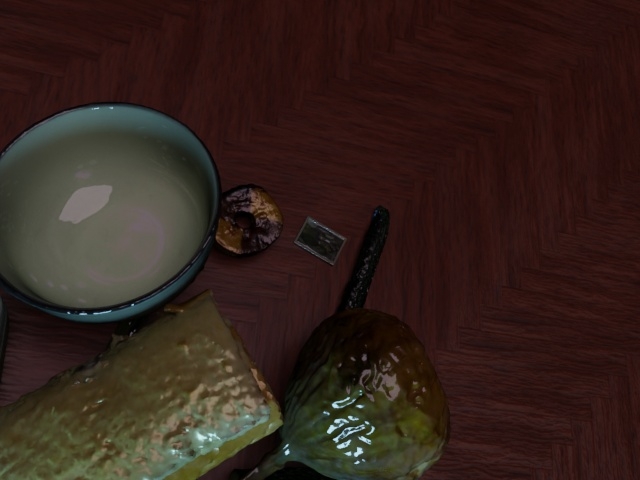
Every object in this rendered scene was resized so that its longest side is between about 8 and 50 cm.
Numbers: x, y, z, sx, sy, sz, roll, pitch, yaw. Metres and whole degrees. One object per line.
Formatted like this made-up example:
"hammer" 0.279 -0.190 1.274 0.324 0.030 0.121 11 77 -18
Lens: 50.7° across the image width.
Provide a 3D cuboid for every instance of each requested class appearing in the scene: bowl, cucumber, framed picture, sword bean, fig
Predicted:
"bowl" -0.322 -0.019 1.046 0.354 0.185 0.353 2 62 -3
"cucumber" -0.002 0.401 1.095 0.294 0.067 0.067 5 69 -19
"framed picture" 0.000 0.000 1.280 0.089 0.006 0.066 31 63 -7
"cucumber" 0.089 0.040 1.277 0.044 0.043 0.256 28 63 -14
"sword bean" -0.284 0.067 1.135 0.043 0.038 0.269 36 59 -33
"fig" 0.010 0.275 1.032 0.369 0.286 0.286 -27 81 -21

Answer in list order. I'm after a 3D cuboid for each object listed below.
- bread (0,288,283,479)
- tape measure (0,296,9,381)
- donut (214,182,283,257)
"bread" -0.263 0.247 0.944 0.375 0.165 0.236 -30 63 -7
"tape measure" -0.590 0.174 0.935 0.271 0.133 0.231 6 61 -16
"donut" -0.139 -0.032 1.212 0.140 0.059 0.140 7 68 -18
